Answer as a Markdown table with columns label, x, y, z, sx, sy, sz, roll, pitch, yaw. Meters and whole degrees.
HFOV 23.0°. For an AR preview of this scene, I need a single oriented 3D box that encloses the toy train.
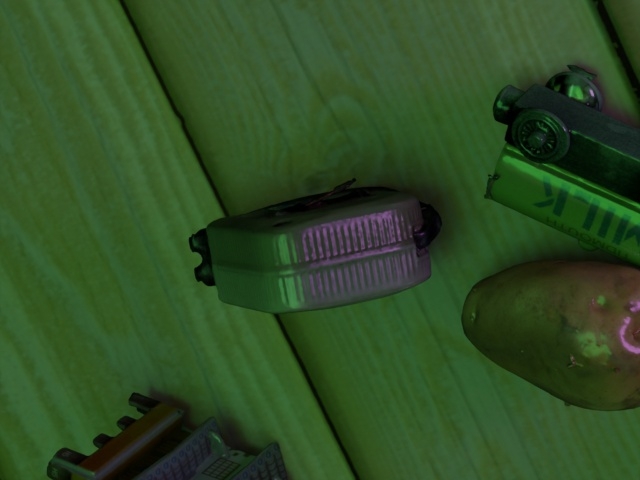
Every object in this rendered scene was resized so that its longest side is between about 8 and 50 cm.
| label | x | y | z | sx | sy | sz | roll | pitch | yaw |
| --- | --- | --- | --- | --- | --- | --- | --- | --- | --- |
| toy train | 0.268 | -0.050 | 1.467 | 0.253 | 0.105 | 0.157 | 26 | 133 | 17 |

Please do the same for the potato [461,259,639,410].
| label | x | y | z | sx | sy | sz | roll | pitch | yaw |
| --- | --- | --- | --- | --- | --- | --- | --- | --- | --- |
| potato | 0.240 | 0.087 | 1.500 | 0.235 | 0.128 | 0.161 | 25 | 138 | 23 |

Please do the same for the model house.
| label | x | y | z | sx | sy | sz | roll | pitch | yaw |
| --- | --- | --- | --- | --- | --- | --- | --- | --- | --- |
| model house | -0.174 | 0.314 | 1.760 | 0.215 | 0.224 | 0.198 | 17 | 115 | 23 |

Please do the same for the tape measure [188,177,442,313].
| label | x | y | z | sx | sy | sz | roll | pitch | yaw |
| --- | --- | --- | --- | --- | --- | --- | --- | --- | --- |
| tape measure | 0.000 | 0.000 | 1.577 | 0.235 | 0.207 | 0.115 | -174 | 71 | -68 |
